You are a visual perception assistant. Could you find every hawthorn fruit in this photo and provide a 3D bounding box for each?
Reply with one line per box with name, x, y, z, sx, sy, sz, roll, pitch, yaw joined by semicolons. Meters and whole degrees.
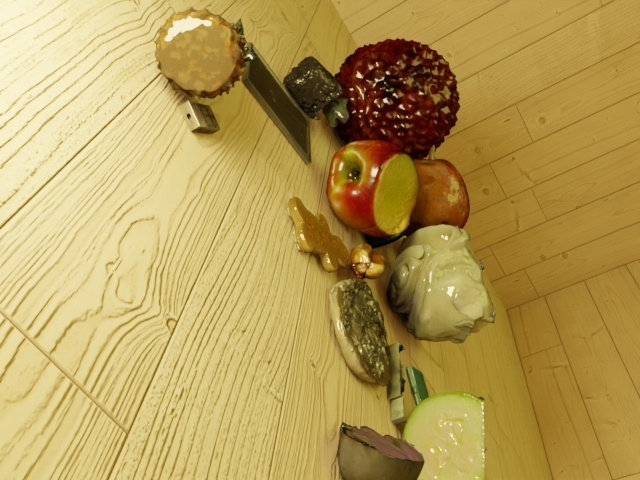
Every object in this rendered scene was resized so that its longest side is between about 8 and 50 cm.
hawthorn fruit;0.331;-0.152;1.941;0.277;0.277;0.298;-17;116;-70

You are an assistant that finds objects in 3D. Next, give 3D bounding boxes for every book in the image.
book;0.267;0.407;1.652;0.103;0.017;0.135;41;31;-53

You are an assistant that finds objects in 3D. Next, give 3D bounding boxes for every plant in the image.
plant;-0.004;-0.419;1.778;0.203;0.131;0.142;39;13;-27

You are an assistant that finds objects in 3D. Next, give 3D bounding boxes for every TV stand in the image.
TV stand;0.185;0.339;1.497;0.042;0.036;0.249;56;21;-25

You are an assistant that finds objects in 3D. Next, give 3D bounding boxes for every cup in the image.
cup;0.181;-0.057;1.855;0.150;0.114;0.138;1;67;-67

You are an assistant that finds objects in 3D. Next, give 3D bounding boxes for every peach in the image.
peach;0.147;-0.142;1.677;0.275;0.248;0.245;37;12;-43

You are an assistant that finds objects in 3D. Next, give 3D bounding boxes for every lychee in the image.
lychee;0.258;-0.444;2.051;0.500;0.425;0.424;12;52;-43

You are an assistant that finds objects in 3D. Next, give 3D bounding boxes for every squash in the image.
squash;0.339;0.495;1.453;0.309;0.210;0.233;33;53;-49

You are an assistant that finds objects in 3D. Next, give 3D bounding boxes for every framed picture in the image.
framed picture;-0.109;-0.361;1.631;0.289;0.016;0.213;50;24;-36

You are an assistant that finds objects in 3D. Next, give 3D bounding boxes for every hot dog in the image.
hot dog;0.116;0.060;1.573;0.102;0.076;0.249;37;7;0

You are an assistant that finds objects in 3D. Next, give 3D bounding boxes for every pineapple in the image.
pineapple;-0.214;-0.373;1.215;0.169;0.169;0.340;58;10;-19

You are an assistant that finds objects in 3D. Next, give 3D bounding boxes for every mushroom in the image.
mushroom;0.097;0.397;1.096;0.188;0.141;0.117;31;71;-42

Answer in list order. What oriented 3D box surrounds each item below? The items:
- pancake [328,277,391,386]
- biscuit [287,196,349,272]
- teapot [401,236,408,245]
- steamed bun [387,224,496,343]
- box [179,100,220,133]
pancake;0.099;0.206;1.421;0.282;0.049;0.282;50;25;-34
biscuit;-0.001;0.001;1.436;0.240;0.035;0.158;38;35;-50
teapot;0.381;0.091;2.125;0.318;0.149;0.220;65;9;8
steamed bun;0.305;0.132;1.760;0.394;0.238;0.346;-130;-145;-65
box;-0.225;-0.229;1.164;0.053;0.024;0.083;65;21;2
